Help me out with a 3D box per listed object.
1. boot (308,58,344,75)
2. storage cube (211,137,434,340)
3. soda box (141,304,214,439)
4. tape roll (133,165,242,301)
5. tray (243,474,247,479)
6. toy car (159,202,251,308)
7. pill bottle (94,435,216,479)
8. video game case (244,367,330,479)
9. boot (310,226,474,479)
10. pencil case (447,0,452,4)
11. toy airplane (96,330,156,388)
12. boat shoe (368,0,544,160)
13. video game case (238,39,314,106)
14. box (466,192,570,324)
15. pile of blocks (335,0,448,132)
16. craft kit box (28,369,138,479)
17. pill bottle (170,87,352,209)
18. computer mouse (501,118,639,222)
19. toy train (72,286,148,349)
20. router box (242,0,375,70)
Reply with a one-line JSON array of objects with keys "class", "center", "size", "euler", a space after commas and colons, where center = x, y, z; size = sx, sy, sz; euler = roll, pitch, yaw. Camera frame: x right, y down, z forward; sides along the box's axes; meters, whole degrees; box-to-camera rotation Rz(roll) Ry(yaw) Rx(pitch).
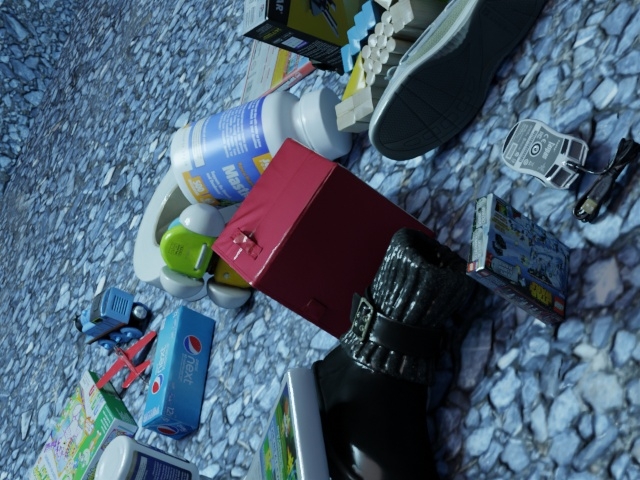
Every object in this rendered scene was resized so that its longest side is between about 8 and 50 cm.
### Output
[{"class": "boot", "center": [-0.013, -0.364, 1.946], "size": [0.198, 0.077, 0.137], "euler": [13, 78, 45]}, {"class": "storage cube", "center": [0.000, 0.000, 1.503], "size": [0.193, 0.215, 0.183], "euler": [-55, 27, 0]}, {"class": "soda box", "center": [-0.236, 0.220, 1.846], "size": [0.067, 0.071, 0.210], "euler": [-34, 39, 43]}, {"class": "tape roll", "center": [-0.228, -0.036, 2.031], "size": [0.286, 0.100, 0.286], "euler": [-40, 34, 35]}, {"class": "tray", "center": [-0.125, 0.463, 1.490], "size": [0.270, 0.030, 0.145], "euler": [-62, 29, 0]}, {"class": "toy car", "center": [-0.178, 0.014, 1.823], "size": [0.136, 0.182, 0.159], "euler": [-116, 43, -62]}, {"class": "pill bottle", "center": [-0.237, 0.357, 1.620], "size": [0.094, 0.169, 0.094], "euler": [-41, 34, 36]}, {"class": "video game case", "center": [-0.035, 0.363, 1.258], "size": [0.300, 0.036, 0.329], "euler": [110, 158, -47]}, {"class": "boot", "center": [0.101, 0.149, 1.279], "size": [0.260, 0.131, 0.348], "euler": [-55, 28, 14]}, {"class": "pencil case", "center": [0.173, -0.435, 1.735], "size": [0.086, 0.088, 0.206], "euler": [-9, 48, 11]}, {"class": "toy airplane", "center": [-0.358, 0.230, 2.054], "size": [0.151, 0.028, 0.151], "euler": [-20, 43, 20]}, {"class": "boat shoe", "center": [0.179, -0.250, 1.530], "size": [0.320, 0.118, 0.103], "euler": [-54, 23, 6]}, {"class": "video game case", "center": [-0.056, -0.371, 2.118], "size": [0.285, 0.025, 0.204], "euler": [-29, 42, 46]}, {"class": "box", "center": [0.216, 0.022, 1.192], "size": [0.027, 0.137, 0.094], "euler": [-22, 47, 44]}, {"class": "pile of blocks", "center": [0.129, -0.322, 1.630], "size": [0.149, 0.112, 0.362], "euler": [50, 124, 39]}, {"class": "craft kit box", "center": [-0.449, 0.398, 2.070], "size": [0.247, 0.061, 0.250], "euler": [-64, 27, 3]}, {"class": "pill bottle", "center": [-0.093, -0.152, 1.792], "size": [0.272, 0.152, 0.152], "euler": [-16, 48, 25]}, {"class": "computer mouse", "center": [0.284, -0.092, 1.285], "size": [0.106, 0.042, 0.193], "euler": [-63, 33, 8]}, {"class": "toy train", "center": [-0.414, 0.154, 2.167], "size": [0.184, 0.105, 0.080], "euler": [-26, 44, 48]}, {"class": "router box", "center": [0.006, -0.445, 1.783], "size": [0.081, 0.243, 0.309], "euler": [-17, 65, 53]}]
